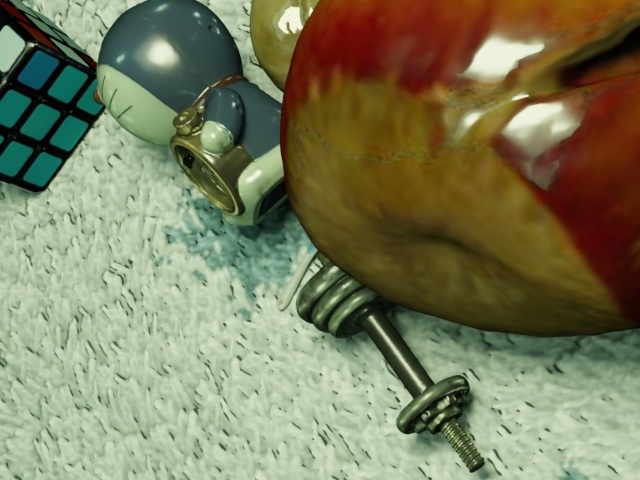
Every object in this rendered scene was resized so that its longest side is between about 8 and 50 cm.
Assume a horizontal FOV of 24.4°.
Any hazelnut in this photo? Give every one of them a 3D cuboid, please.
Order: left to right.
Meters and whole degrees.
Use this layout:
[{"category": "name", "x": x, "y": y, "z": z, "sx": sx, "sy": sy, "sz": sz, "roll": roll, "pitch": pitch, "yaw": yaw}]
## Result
[{"category": "hazelnut", "x": 0.165, "y": -0.103, "z": 1.227, "sx": 0.409, "sy": 0.359, "sz": 0.359, "roll": 3, "pitch": 79, "yaw": 29}]

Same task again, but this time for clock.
[{"category": "clock", "x": -0.118, "y": -0.132, "z": 1.473, "sx": 0.146, "sy": 0.199, "sz": 0.243, "roll": -41, "pitch": 80, "yaw": -11}]

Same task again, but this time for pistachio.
[{"category": "pistachio", "x": -0.019, "y": -0.236, "z": 1.499, "sx": 0.108, "sy": 0.126, "sz": 0.185, "roll": 5, "pitch": 73, "yaw": -14}]

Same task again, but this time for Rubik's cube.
[{"category": "Rubik's cube", "x": -0.352, "y": -0.172, "z": 1.620, "sx": 0.163, "sy": 0.162, "sz": 0.160, "roll": 42, "pitch": 99, "yaw": 30}]

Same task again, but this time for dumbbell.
[{"category": "dumbbell", "x": 0.072, "y": 0.107, "z": 1.368, "sx": 0.110, "sy": 0.110, "sz": 0.254, "roll": -40, "pitch": 70, "yaw": 14}]

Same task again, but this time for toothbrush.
[{"category": "toothbrush", "x": 0.000, "y": 0.000, "z": 1.478, "sx": 0.014, "sy": 0.017, "sz": 0.162, "roll": 35, "pitch": 99, "yaw": 35}]
